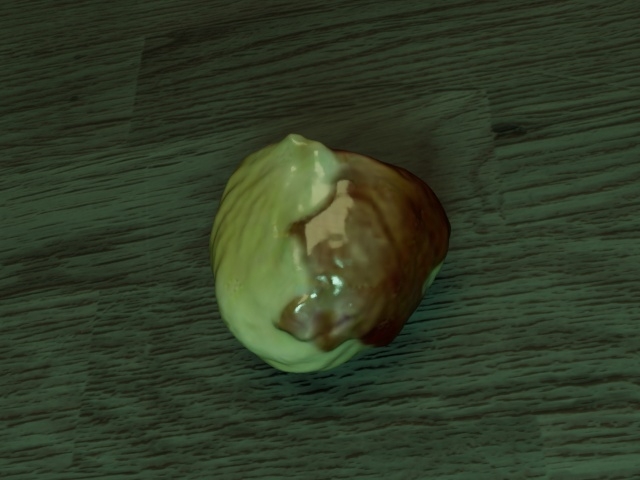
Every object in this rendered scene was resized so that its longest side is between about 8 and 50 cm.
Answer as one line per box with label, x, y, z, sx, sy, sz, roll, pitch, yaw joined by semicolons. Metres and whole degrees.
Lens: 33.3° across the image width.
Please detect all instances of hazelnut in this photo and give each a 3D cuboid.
hazelnut;0.000;0.000;1.131;0.261;0.241;0.261;-14;38;12
